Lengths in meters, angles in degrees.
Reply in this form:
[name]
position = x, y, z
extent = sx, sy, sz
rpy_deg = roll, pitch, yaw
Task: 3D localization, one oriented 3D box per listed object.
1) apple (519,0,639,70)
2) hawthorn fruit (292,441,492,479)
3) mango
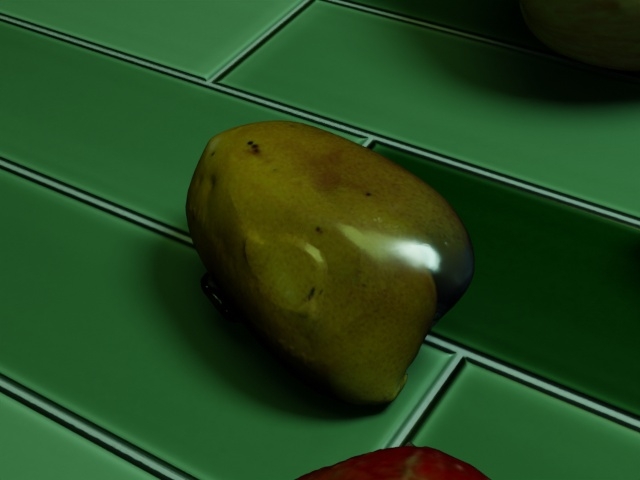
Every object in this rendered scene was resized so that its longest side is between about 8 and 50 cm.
[apple]
position = 0.341, -0.362, 1.112
extent = 0.347, 0.391, 0.391
rpy_deg = -14, 41, 12
[hawthorn fruit]
position = 0.045, 0.223, 0.633
extent = 0.215, 0.215, 0.249
rpy_deg = 2, 36, 9
[mango]
position = 0.000, 0.000, 0.910
extent = 0.201, 0.152, 0.287
rpy_deg = -27, 48, -36
